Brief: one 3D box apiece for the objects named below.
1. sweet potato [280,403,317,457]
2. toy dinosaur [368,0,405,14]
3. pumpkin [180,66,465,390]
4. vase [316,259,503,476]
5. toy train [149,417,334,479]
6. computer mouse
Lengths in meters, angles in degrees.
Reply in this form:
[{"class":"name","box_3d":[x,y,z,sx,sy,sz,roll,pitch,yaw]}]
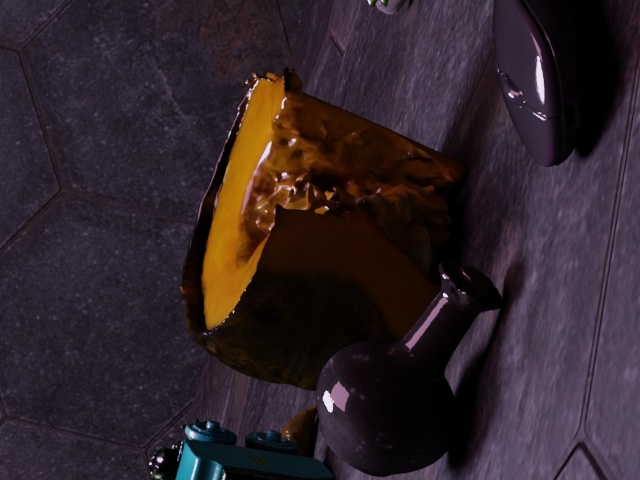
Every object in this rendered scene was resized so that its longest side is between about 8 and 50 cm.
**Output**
[{"class":"sweet potato","box_3d":[-0.049,0.311,1.854,0.067,0.067,0.273,118,169,-59]},{"class":"toy dinosaur","box_3d":[0.099,-0.354,1.925,0.177,0.152,0.194,-35,-39,-56]},{"class":"pumpkin","box_3d":[0.000,0.000,1.476,0.256,0.225,0.303,136,152,-60]},{"class":"vase","box_3d":[0.076,0.099,1.233,0.183,0.120,0.120,-56,14,19]},{"class":"toy train","box_3d":[-0.086,0.272,1.730,0.154,0.198,0.107,-147,70,-68]},{"class":"computer mouse","box_3d":[0.158,-0.147,1.164,0.232,0.057,0.120,-87,-10,-55]}]
